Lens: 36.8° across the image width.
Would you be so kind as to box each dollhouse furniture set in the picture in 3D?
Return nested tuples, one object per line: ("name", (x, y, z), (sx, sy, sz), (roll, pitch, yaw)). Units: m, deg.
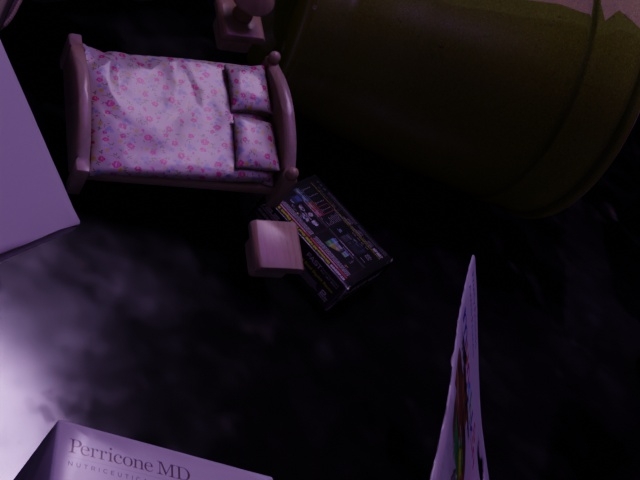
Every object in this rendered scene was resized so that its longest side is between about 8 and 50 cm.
("dollhouse furniture set", (-0.153, -0.162, 0.793), (0.303, 0.174, 0.355), (2, 64, -27))

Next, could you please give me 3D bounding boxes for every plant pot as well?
("plant pot", (0.116, -0.234, 1.074), (0.353, 0.366, 0.366), (10, 43, -19))

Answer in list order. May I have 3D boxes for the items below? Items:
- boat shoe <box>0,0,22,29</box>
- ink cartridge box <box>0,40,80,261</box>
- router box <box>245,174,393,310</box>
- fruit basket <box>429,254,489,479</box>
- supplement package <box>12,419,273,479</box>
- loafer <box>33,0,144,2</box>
("boat shoe", (-0.266, -0.182, 0.687), (0.132, 0.355, 0.130), (32, -8, -3))
("ink cartridge box", (-0.294, -0.102, 0.501), (0.129, 0.223, 0.307), (-31, 101, -56))
("router box", (0.000, 0.000, 0.928), (0.122, 0.038, 0.092), (48, 34, 11))
("fruit basket", (0.093, 0.231, 0.542), (0.165, 0.327, 0.353), (2, 28, 19))
("supplement package", (-0.106, 0.237, 0.474), (0.139, 0.134, 0.244), (22, 38, -27))
("loafer", (-0.224, -0.312, 1.012), (0.087, 0.094, 0.251), (54, 36, 11))
